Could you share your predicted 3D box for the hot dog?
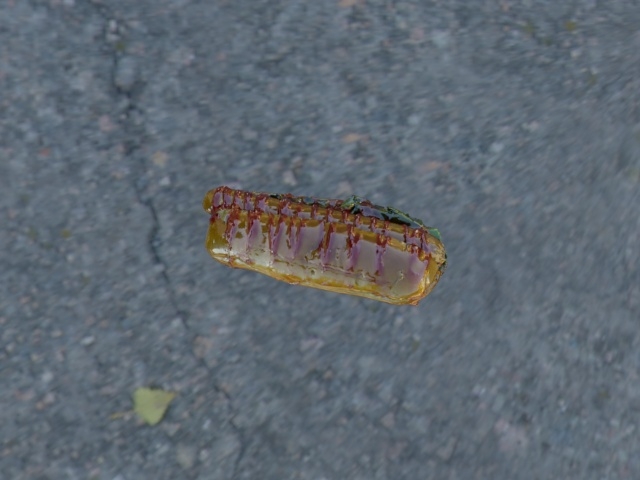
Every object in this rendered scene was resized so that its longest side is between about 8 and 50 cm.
[{"bbox_3d":[0.000,-0.001,0.778,0.144,0.062,0.038,13,130,21],"label":"hot dog"}]
